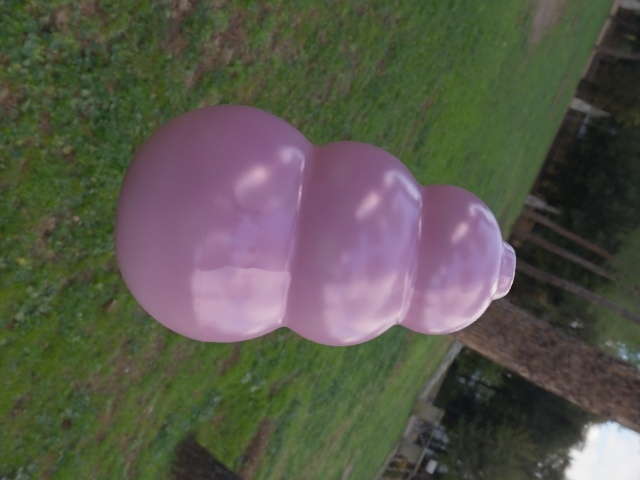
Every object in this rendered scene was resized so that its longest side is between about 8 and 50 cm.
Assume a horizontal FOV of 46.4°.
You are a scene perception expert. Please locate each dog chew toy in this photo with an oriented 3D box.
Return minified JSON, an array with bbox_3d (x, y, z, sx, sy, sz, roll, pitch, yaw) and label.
[{"bbox_3d":[0.000,0.000,0.648,0.206,0.331,0.207,10,90,-88],"label":"dog chew toy"}]
